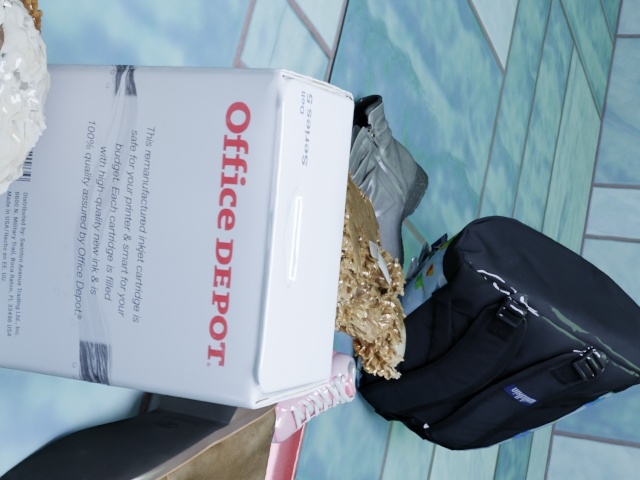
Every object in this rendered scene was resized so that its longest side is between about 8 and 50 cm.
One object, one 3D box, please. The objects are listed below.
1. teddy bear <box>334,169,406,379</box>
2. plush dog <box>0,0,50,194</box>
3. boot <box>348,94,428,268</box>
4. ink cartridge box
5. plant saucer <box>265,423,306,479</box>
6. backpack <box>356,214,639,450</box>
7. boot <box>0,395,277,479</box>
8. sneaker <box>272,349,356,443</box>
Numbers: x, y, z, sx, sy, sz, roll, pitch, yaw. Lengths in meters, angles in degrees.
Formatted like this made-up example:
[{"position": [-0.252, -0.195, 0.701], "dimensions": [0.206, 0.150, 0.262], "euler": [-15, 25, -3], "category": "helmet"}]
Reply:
[{"position": [0.000, 0.000, 1.149], "dimensions": [0.338, 0.113, 0.245], "euler": [55, 22, -49], "category": "teddy bear"}, {"position": [-0.221, -0.112, 0.584], "dimensions": [0.225, 0.211, 0.262], "euler": [65, 37, -54], "category": "plush dog"}, {"position": [0.045, -0.048, 1.354], "dimensions": [0.161, 0.084, 0.246], "euler": [51, 49, -41], "category": "boot"}, {"position": [-0.127, -0.011, 0.724], "dimensions": [0.115, 0.273, 0.198], "euler": [1, 94, -65], "category": "ink cartridge box"}, {"position": [-0.080, 0.148, 1.129], "dimensions": [0.259, 0.048, 0.258], "euler": [41, 58, -60], "category": "plant saucer"}, {"position": [0.203, 0.132, 1.410], "dimensions": [0.355, 0.290, 0.273], "euler": [-53, -168, 37], "category": "backpack"}, {"position": [-0.139, 0.202, 0.897], "dimensions": [0.305, 0.112, 0.115], "euler": [-18, 114, -50], "category": "boot"}, {"position": [-0.005, 0.162, 1.155], "dimensions": [0.134, 0.070, 0.051], "euler": [-55, 144, -45], "category": "sneaker"}]
